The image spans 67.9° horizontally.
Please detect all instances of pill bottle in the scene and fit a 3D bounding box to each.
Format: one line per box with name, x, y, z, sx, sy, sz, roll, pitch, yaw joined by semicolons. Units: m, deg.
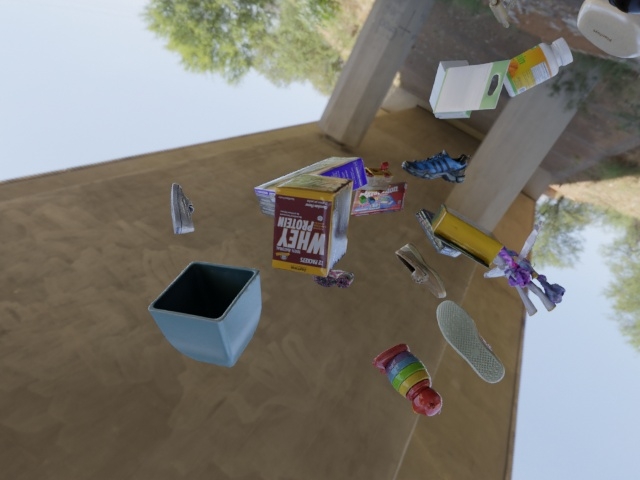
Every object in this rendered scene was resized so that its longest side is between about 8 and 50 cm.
pill bottle;0.839;-0.682;1.861;0.136;0.246;0.136;45;-149;-37

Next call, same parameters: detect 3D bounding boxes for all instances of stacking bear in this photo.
stacking bear;0.368;0.571;1.900;0.289;0.164;0.175;52;179;38

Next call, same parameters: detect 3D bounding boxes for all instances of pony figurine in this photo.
pony figurine;0.799;0.121;1.907;0.363;0.303;0.351;50;173;12

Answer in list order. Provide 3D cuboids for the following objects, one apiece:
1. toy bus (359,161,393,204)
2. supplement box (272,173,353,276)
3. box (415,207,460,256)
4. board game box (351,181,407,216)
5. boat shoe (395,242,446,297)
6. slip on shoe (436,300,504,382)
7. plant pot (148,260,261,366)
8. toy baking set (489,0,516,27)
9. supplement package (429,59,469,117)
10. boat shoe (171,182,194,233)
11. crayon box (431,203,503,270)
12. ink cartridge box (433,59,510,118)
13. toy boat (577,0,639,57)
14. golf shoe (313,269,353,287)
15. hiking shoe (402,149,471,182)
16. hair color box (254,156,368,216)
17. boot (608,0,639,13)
toy bus;0.225;-0.282;2.166;0.104;0.191;0.202;55;-179;41
supplement box;-0.015;-0.043;1.107;0.129;0.191;0.194;9;-162;14
box;0.536;-0.033;2.156;0.175;0.051;0.220;14;-137;-49
board game box;0.278;-0.196;2.269;0.282;0.144;0.027;-5;151;41
boat shoe;0.528;0.177;2.520;0.110;0.121;0.341;-31;-108;-15
slip on shoe;0.541;0.367;1.734;0.331;0.123;0.101;54;-171;21
plant pot;-0.325;0.245;1.464;0.248;0.252;0.247;6;-146;20
toy baking set;0.532;-0.724;1.367;0.030;0.196;0.256;7;170;38
supplement package;0.487;-0.564;1.774;0.105;0.179;0.105;-4;-125;-5
boat shoe;-0.582;-0.138;2.010;0.088;0.096;0.267;-1;-134;-22
crayon box;0.472;-0.022;1.553;0.203;0.083;0.323;32;-165;5
ink cartridge box;0.498;-0.490;1.555;0.056;0.170;0.235;22;174;-43
toy boat;0.951;-0.712;1.451;0.267;0.148;0.318;47;176;17
golf shoe;0.058;0.166;2.122;0.186;0.067;0.086;5;-150;24
hiking shoe;0.509;-0.342;2.113;0.305;0.131;0.113;4;-158;-14
hair color box;-0.031;-0.186;1.625;0.339;0.109;0.185;-27;-158;-25
boot;0.833;-0.517;1.056;0.348;0.259;0.131;4;158;35
